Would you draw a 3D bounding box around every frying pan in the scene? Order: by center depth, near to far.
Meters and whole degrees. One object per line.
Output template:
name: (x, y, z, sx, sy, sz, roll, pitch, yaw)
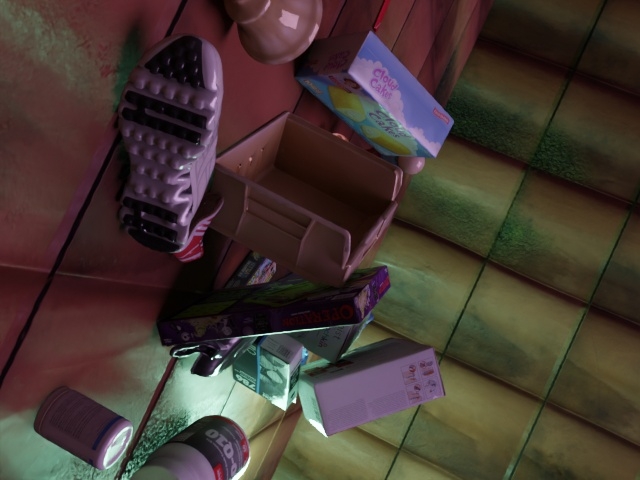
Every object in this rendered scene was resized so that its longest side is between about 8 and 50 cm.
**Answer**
frying pan: (-0.174, 0.181, 1.222, 0.197, 0.053, 0.326, -45, 170, -15)

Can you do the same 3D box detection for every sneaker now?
sneaker: (-0.169, -0.121, 0.765, 0.118, 0.110, 0.292, -63, 178, -47)
sneaker: (-0.188, -0.018, 0.992, 0.118, 0.042, 0.067, -52, 160, -21)

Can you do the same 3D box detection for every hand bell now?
hand bell: (-0.106, -0.294, 0.729, 0.242, 0.126, 0.126, 5, 110, -64)

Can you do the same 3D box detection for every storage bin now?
storage bin: (-0.019, -0.075, 1.091, 0.262, 0.261, 0.123, -48, 163, -54)

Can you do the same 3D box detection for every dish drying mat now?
dish drying mat: (0.141, -0.520, 1.474, 0.083, 0.008, 0.032, -66, 167, 4)

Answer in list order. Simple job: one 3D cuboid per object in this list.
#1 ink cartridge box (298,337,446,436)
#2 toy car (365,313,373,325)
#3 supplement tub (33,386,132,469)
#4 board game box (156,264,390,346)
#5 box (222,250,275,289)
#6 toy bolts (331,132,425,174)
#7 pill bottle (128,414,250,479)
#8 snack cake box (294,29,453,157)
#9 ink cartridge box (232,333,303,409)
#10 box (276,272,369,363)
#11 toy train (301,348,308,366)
ink cartridge box: (0.107, 0.353, 1.615, 0.272, 0.310, 0.129, 169, -94, -75)
toy car: (0.002, 0.234, 2.027, 0.238, 0.219, 0.210, -39, 174, 16)
supplement tub: (-0.309, 0.245, 0.843, 0.071, 0.107, 0.071, -59, 167, -24)
board game box: (-0.073, 0.108, 1.085, 0.208, 0.347, 0.056, -41, 119, -66)
box: (-0.158, 0.097, 1.350, 0.207, 0.036, 0.114, -56, 165, -35)
toy bolts: (0.116, -0.201, 1.414, 0.229, 0.158, 0.218, 31, 92, -37)
pill bottle: (-0.267, 0.478, 1.333, 0.161, 0.161, 0.283, -67, 168, 8)
snack cake box: (0.103, -0.258, 1.179, 0.264, 0.152, 0.089, 35, 78, -36)
ink cartridge box: (-0.133, 0.312, 1.565, 0.065, 0.166, 0.332, -53, 162, -32)
box: (-0.007, 0.194, 1.711, 0.126, 0.231, 0.262, -68, 167, 12)
toy train: (-0.085, 0.326, 1.930, 0.080, 0.105, 0.184, -50, 160, -52)
